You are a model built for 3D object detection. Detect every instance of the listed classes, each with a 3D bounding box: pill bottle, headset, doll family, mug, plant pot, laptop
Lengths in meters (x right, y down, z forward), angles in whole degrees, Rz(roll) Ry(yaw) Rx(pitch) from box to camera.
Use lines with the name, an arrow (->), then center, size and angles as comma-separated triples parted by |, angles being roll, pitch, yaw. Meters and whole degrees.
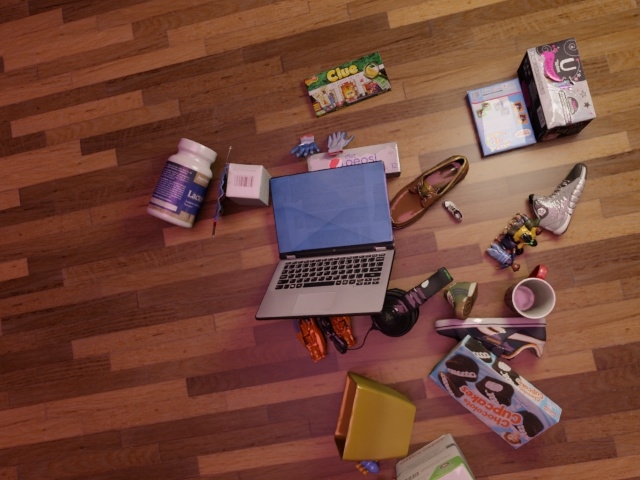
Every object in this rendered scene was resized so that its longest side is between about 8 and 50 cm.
pill bottle -> -0.441, -0.184, 1.765 | 0.153, 0.153, 0.264 | 21, 88, 9
headset -> 0.196, 0.188, 1.593 | 0.394, 0.243, 0.185 | -37, 80, 2
doll family -> 0.587, 0.008, 1.639 | 0.111, 0.076, 0.193 | 40, 115, 12
mug -> 0.609, 0.156, 1.578 | 0.150, 0.169, 0.113 | -39, 80, 2
plant pot -> 0.161, 0.521, 1.595 | 0.187, 0.212, 0.212 | 12, 86, -3
laptop -> 0.000, 0.000, 1.587 | 0.382, 0.407, 0.236 | -6, 128, 23

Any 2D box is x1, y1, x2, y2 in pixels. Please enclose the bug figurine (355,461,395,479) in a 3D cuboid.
bug figurine -> 0.119, 0.767, 1.634 | 0.216, 0.072, 0.279 | 36, 90, 10

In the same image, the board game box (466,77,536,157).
board game box -> 0.561, -0.381, 1.704 | 0.160, 0.039, 0.211 | -13, 82, 7

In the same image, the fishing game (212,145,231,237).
fishing game -> -0.306, -0.149, 1.736 | 0.041, 0.189, 0.263 | 11, 68, -11

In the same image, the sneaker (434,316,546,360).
sneaker -> 0.498, 0.288, 1.603 | 0.322, 0.126, 0.127 | -1, 80, 7

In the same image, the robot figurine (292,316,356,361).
robot figurine -> -0.010, 0.214, 1.700 | 0.211, 0.085, 0.290 | -24, 82, 2

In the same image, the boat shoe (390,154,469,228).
boat shoe -> 0.320, -0.158, 1.682 | 0.307, 0.104, 0.110 | -43, 81, 2

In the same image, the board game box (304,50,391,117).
board game box -> 0.088, -0.509, 1.789 | 0.260, 0.030, 0.136 | -20, 80, 5

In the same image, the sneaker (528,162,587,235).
sneaker -> 0.701, -0.140, 1.640 | 0.132, 0.086, 0.228 | 20, 88, 12

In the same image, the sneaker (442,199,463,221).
sneaker -> 0.414, -0.096, 1.697 | 0.032, 0.037, 0.083 | -44, 79, 4

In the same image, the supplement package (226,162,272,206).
supplement package -> -0.220, -0.170, 1.719 | 0.105, 0.179, 0.105 | 4, 85, 5

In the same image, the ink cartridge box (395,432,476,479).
ink cartridge box -> 0.320, 0.666, 1.516 | 0.199, 0.273, 0.114 | -32, 83, 4

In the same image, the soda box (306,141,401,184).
soda box -> 0.106, -0.235, 1.726 | 0.287, 0.091, 0.097 | -8, 85, 7

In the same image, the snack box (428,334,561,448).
snack box -> 0.493, 0.436, 1.570 | 0.322, 0.060, 0.187 | 39, 132, 10

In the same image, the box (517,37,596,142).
box -> 0.699, -0.442, 1.628 | 0.142, 0.163, 0.247 | -13, 83, 8

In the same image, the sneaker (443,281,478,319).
sneaker -> 0.402, 0.174, 1.609 | 0.086, 0.192, 0.064 | 5, 113, 28

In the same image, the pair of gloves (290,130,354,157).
pair of gloves -> 0.006, -0.306, 1.728 | 0.198, 0.159, 0.023 | -7, 123, 10
